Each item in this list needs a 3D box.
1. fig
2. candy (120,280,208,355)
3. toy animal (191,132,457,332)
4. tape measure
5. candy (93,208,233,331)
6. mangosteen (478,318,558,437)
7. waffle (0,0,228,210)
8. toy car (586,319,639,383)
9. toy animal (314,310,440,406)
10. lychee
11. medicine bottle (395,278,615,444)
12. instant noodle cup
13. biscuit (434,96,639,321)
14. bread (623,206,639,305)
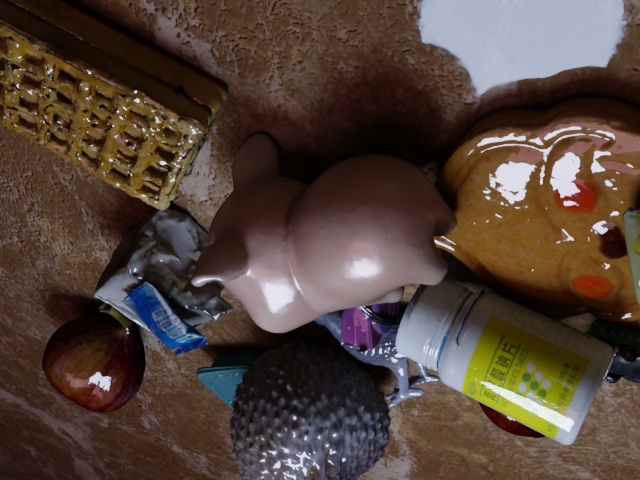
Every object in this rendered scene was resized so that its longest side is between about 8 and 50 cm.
[{"bbox_3d":[-0.422,0.218,1.501,0.204,0.186,0.249,45,107,-8],"label":"fig"},{"bbox_3d":[-0.242,0.121,1.141,0.088,0.038,0.136,-23,116,44],"label":"candy"},{"bbox_3d":[0.000,0.000,0.942,0.269,0.237,0.326,27,146,-14],"label":"toy animal"},{"bbox_3d":[0.069,0.086,1.092,0.074,0.125,0.118,6,109,24],"label":"tape measure"},{"bbox_3d":[-0.246,0.061,1.216,0.184,0.137,0.195,36,143,-18],"label":"candy"},{"bbox_3d":[0.306,0.206,1.104,0.155,0.146,0.181,22,147,8],"label":"mangosteen"},{"bbox_3d":[-0.297,-0.182,0.973,0.307,0.091,0.213,29,144,-9],"label":"waffle"},{"bbox_3d":[0.448,0.168,1.055,0.165,0.063,0.071,16,144,8],"label":"toy car"},{"bbox_3d":[0.128,0.170,1.196,0.366,0.081,0.206,2,121,28],"label":"toy animal"},{"bbox_3d":[-0.019,0.308,1.298,0.299,0.300,0.300,14,143,11],"label":"lychee"},{"bbox_3d":[0.240,0.150,0.994,0.258,0.143,0.143,25,147,24],"label":"medicine bottle"},{"bbox_3d":[-0.138,0.283,1.498,0.157,0.070,0.179,-10,132,34],"label":"instant noodle cup"},{"bbox_3d":[0.341,-0.019,0.879,0.454,0.078,0.350,1,135,26],"label":"biscuit"},{"bbox_3d":[0.364,0.029,0.795,0.082,0.094,0.157,1,130,32],"label":"bread"}]
